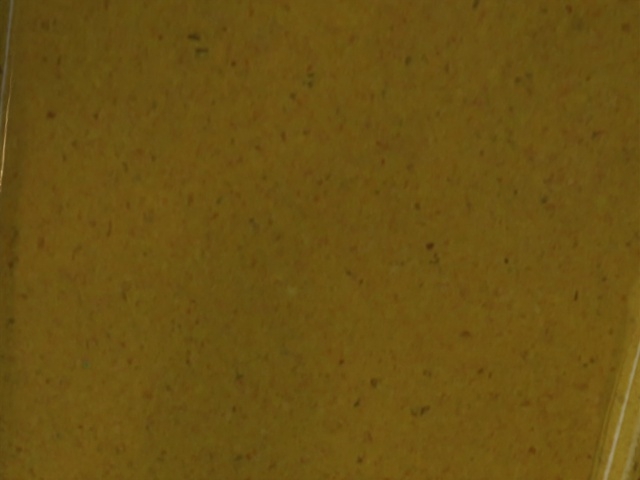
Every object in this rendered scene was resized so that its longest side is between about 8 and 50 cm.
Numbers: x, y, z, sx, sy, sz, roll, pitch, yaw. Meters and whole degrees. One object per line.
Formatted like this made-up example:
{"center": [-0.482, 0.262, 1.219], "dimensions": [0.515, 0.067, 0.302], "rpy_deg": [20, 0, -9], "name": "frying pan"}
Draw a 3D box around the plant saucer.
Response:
{"center": [0.000, 0.000, 0.540], "dimensions": [0.081, 0.333, 0.332], "rpy_deg": [-102, -160, -68], "name": "plant saucer"}
